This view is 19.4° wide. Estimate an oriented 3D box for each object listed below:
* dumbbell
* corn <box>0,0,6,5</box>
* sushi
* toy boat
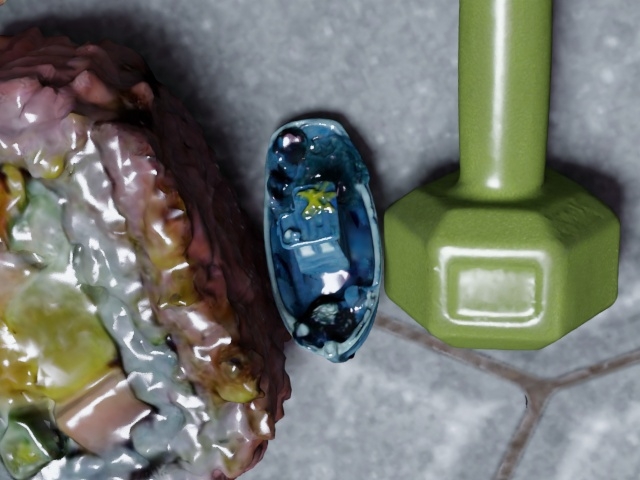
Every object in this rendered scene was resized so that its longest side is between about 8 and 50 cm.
[{"bbox_3d":[0.090,-0.097,0.909,0.121,0.108,0.302,1,110,8],"label":"dumbbell"},{"bbox_3d":[-0.201,-0.144,0.938,0.290,0.098,0.098,-36,102,21],"label":"corn"},{"bbox_3d":[-0.144,0.026,0.953,0.237,0.171,0.270,-22,104,16],"label":"sushi"},{"bbox_3d":[0.000,0.000,0.948,0.060,0.061,0.137,-10,66,11],"label":"toy boat"}]
